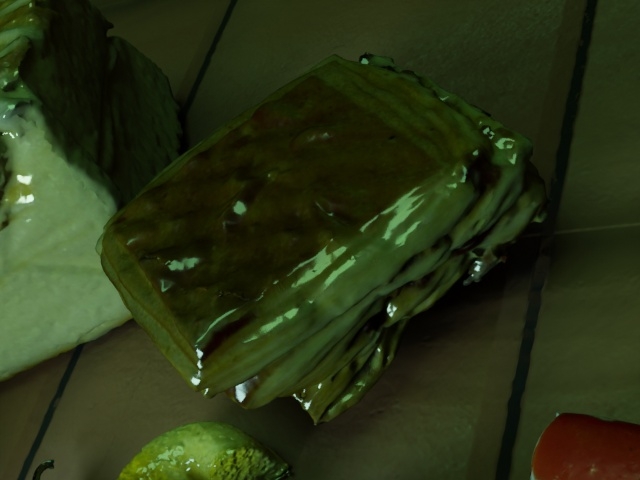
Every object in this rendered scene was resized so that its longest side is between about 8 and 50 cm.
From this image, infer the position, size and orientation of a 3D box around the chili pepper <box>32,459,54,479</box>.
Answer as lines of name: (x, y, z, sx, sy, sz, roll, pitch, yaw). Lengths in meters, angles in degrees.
chili pepper: (-0.224, 0.292, 0.901, 0.050, 0.059, 0.268, -66, 33, 31)

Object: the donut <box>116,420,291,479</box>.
donut: (-0.113, 0.223, 0.856, 0.146, 0.078, 0.181, -4, 50, 31)

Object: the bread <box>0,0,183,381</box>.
bread: (-0.359, -0.062, 1.148, 0.390, 0.279, 0.371, -27, 40, 18)

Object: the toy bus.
toy bus: (0.209, 0.157, 0.669, 0.174, 0.077, 0.079, 7, 58, 40)

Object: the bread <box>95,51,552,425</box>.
bread: (0.000, 0.000, 0.901, 0.324, 0.167, 0.277, -36, 39, -9)
